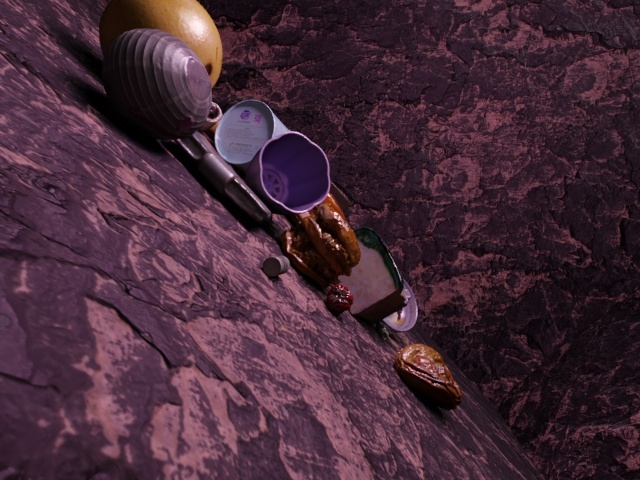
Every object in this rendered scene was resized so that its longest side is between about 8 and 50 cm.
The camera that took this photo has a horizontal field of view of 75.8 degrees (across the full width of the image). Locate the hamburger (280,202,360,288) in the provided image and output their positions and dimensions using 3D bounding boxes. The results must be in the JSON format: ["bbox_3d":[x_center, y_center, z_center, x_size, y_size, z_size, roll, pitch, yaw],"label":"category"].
[{"bbox_3d":[0.009,0.021,1.297,0.245,0.211,0.260,53,2,6],"label":"hamburger"}]

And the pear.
[{"bbox_3d":[-0.454,-0.557,1.194,0.348,0.348,0.348,46,6,-6],"label":"pear"}]

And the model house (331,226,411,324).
[{"bbox_3d":[0.187,0.147,1.549,0.284,0.243,0.299,46,15,-55],"label":"model house"}]

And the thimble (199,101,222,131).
[{"bbox_3d":[-0.485,-0.526,1.739,0.115,0.090,0.102,-13,84,-47],"label":"thimble"}]

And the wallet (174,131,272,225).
[{"bbox_3d":[-0.280,-0.184,1.197,0.360,0.083,0.252,46,1,-4],"label":"wallet"}]

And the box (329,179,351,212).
[{"bbox_3d":[0.003,-0.179,2.199,0.184,0.273,0.143,44,10,-17],"label":"box"}]

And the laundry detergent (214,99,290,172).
[{"bbox_3d":[-0.261,-0.412,1.813,0.287,0.287,0.305,49,7,23],"label":"laundry detergent"}]

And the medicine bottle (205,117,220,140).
[{"bbox_3d":[-0.480,-0.516,1.879,0.192,0.096,0.096,42,8,-35],"label":"medicine bottle"}]

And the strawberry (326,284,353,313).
[{"bbox_3d":[0.056,0.176,1.204,0.083,0.083,0.096,49,-22,22],"label":"strawberry"}]

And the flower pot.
[{"bbox_3d":[-0.137,-0.199,1.393,0.265,0.265,0.243,45,-29,-18],"label":"flower pot"}]

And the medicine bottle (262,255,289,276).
[{"bbox_3d":[-0.104,0.059,0.973,0.047,0.047,0.083,47,6,7],"label":"medicine bottle"}]

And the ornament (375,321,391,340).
[{"bbox_3d":[0.235,0.336,1.543,0.068,0.041,0.092,45,6,11],"label":"ornament"}]

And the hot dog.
[{"bbox_3d":[0.354,0.438,1.332,0.272,0.122,0.196,45,13,-30],"label":"hot dog"}]

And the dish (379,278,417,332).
[{"bbox_3d":[0.280,0.278,1.786,0.273,0.133,0.274,19,55,-29],"label":"dish"}]

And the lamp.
[{"bbox_3d":[-0.377,-0.353,0.959,0.233,0.233,0.265,48,14,17],"label":"lamp"}]

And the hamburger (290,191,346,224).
[{"bbox_3d":[-0.031,-0.145,1.963,0.291,0.225,0.291,53,4,-5],"label":"hamburger"}]
